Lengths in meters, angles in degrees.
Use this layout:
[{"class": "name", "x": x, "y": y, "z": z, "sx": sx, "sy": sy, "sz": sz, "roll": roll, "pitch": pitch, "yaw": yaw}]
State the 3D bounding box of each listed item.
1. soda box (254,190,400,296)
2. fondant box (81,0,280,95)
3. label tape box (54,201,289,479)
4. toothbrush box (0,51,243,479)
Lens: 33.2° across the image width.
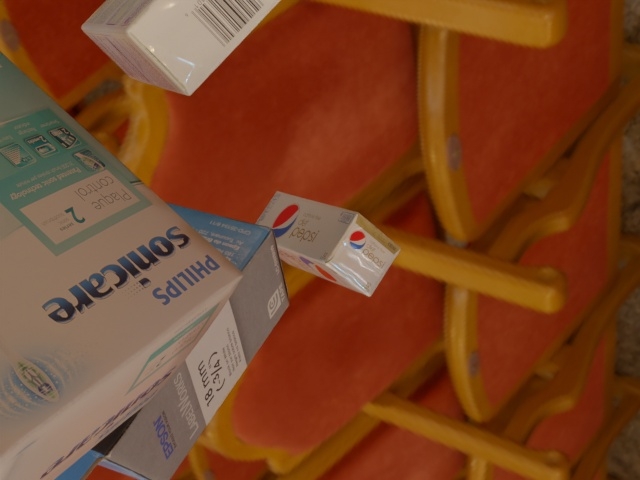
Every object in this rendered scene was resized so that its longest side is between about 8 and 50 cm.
[{"class": "soda box", "x": 0.000, "y": 0.000, "z": 1.249, "sx": 0.074, "sy": 0.069, "sz": 0.216, "roll": 37, "pitch": 172, "yaw": -27}, {"class": "fondant box", "x": -0.135, "y": -0.289, "z": 1.209, "sx": 0.096, "sy": 0.238, "sz": 0.330, "roll": 45, "pitch": 174, "yaw": -23}, {"class": "label tape box", "x": -0.213, "y": 0.103, "z": 0.919, "sx": 0.240, "sy": 0.334, "sz": 0.106, "roll": 14, "pitch": 137, "yaw": 24}, {"class": "toothbrush box", "x": -0.225, "y": -0.001, "z": 0.566, "sx": 0.295, "sy": 0.216, "sz": 0.126, "roll": 43, "pitch": 123, "yaw": 7}]
